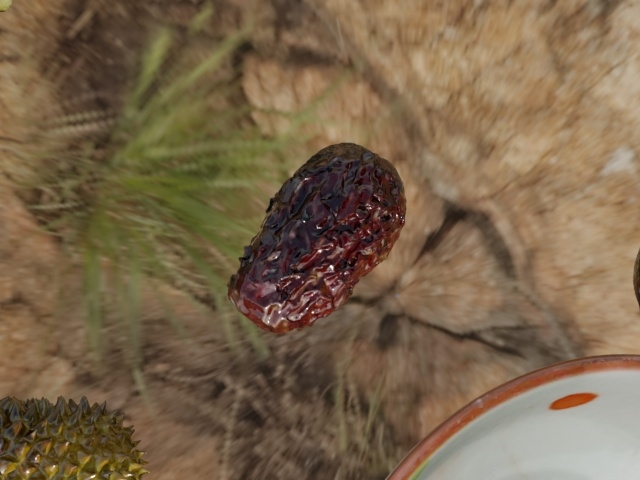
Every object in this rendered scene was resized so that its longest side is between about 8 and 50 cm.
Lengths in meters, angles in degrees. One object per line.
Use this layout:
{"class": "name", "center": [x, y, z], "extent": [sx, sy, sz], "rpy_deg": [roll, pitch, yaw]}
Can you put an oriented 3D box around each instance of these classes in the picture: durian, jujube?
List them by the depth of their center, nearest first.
{"class": "durian", "center": [-0.180, 0.149, 1.022], "extent": [0.137, 0.168, 0.158], "rpy_deg": [40, 107, 30]}
{"class": "jujube", "center": [0.003, 0.001, 1.442], "extent": [0.104, 0.104, 0.166], "rpy_deg": [31, 76, 3]}

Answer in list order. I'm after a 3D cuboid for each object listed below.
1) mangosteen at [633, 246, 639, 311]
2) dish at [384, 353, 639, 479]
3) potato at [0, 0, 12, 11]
{"class": "mangosteen", "center": [0.307, 0.040, 1.292], "extent": [0.211, 0.250, 0.211], "rpy_deg": [-12, 129, -15]}
{"class": "dish", "center": [0.093, 0.166, 0.805], "extent": [0.260, 0.085, 0.260], "rpy_deg": [-5, 102, -25]}
{"class": "potato", "center": [-0.266, -0.230, 1.387], "extent": [0.096, 0.066, 0.103], "rpy_deg": [30, 113, 32]}
